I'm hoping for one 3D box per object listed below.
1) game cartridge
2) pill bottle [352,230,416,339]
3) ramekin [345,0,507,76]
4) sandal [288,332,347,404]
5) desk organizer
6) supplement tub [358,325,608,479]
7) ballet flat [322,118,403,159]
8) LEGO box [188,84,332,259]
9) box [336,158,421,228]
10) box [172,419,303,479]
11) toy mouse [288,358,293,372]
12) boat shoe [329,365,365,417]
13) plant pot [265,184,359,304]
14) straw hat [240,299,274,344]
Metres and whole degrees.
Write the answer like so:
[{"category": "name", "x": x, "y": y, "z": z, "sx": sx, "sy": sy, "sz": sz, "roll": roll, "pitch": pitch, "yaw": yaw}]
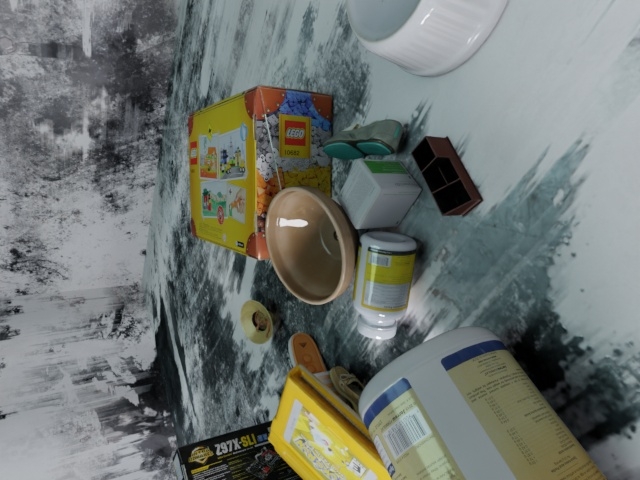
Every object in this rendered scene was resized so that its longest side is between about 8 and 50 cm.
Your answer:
[{"category": "game cartridge", "x": 0.016, "y": 0.445, "z": 0.916, "sx": 0.285, "sy": 0.053, "sz": 0.323, "roll": 36, "pitch": 134, "yaw": 22}, {"category": "pill bottle", "x": 0.113, "y": 0.081, "z": 0.804, "sx": 0.103, "sy": 0.103, "sz": 0.184, "roll": 27, "pitch": 116, "yaw": 54}, {"category": "ramekin", "x": 0.149, "y": -0.404, "z": 0.674, "sx": 0.273, "sy": 0.127, "sz": 0.272, "roll": 8, "pitch": 99, "yaw": 57}, {"category": "sandal", "x": -0.009, "y": 0.316, "z": 1.026, "sx": 0.265, "sy": 0.102, "sz": 0.076, "roll": 62, "pitch": 144, "yaw": 36}, {"category": "desk organizer", "x": 0.198, "y": -0.103, "z": 0.698, "sx": 0.047, "sy": 0.050, "sz": 0.130, "roll": -50, "pitch": 52, "yaw": 48}, {"category": "supplement tub", "x": 0.212, "y": 0.295, "z": 0.549, "sx": 0.316, "sy": 0.229, "sz": 0.228, "roll": 61, "pitch": 140, "yaw": 35}, {"category": "ballet flat", "x": 0.084, "y": -0.202, "z": 0.872, "sx": 0.213, "sy": 0.072, "sz": 0.068, "roll": 13, "pitch": 76, "yaw": 56}, {"category": "LEGO box", "x": -0.187, "y": -0.172, "z": 1.170, "sx": 0.500, "sy": 0.193, "sz": 0.372, "roll": 13, "pitch": 104, "yaw": 56}, {"category": "box", "x": 0.105, "y": -0.085, "z": 0.800, "sx": 0.087, "sy": 0.101, "sz": 0.102, "roll": 62, "pitch": 140, "yaw": 33}, {"category": "box", "x": -0.189, "y": 0.629, "z": 1.139, "sx": 0.257, "sy": 0.322, "sz": 0.079, "roll": 55, "pitch": 135, "yaw": 39}, {"category": "toy mouse", "x": -0.058, "y": 0.395, "z": 1.176, "sx": 0.143, "sy": 0.031, "sz": 0.160, "roll": -40, "pitch": 60, "yaw": 52}, {"category": "boat shoe", "x": 0.077, "y": 0.320, "z": 0.937, "sx": 0.153, "sy": 0.056, "sz": 0.048, "roll": 47, "pitch": 122, "yaw": 43}, {"category": "plant pot", "x": 0.000, "y": 0.000, "z": 0.884, "sx": 0.237, "sy": 0.110, "sz": 0.237, "roll": 21, "pitch": 120, "yaw": 43}, {"category": "straw hat", "x": -0.172, "y": 0.240, "z": 1.316, "sx": 0.145, "sy": 0.061, "sz": 0.144, "roll": 9, "pitch": 103, "yaw": 40}]
